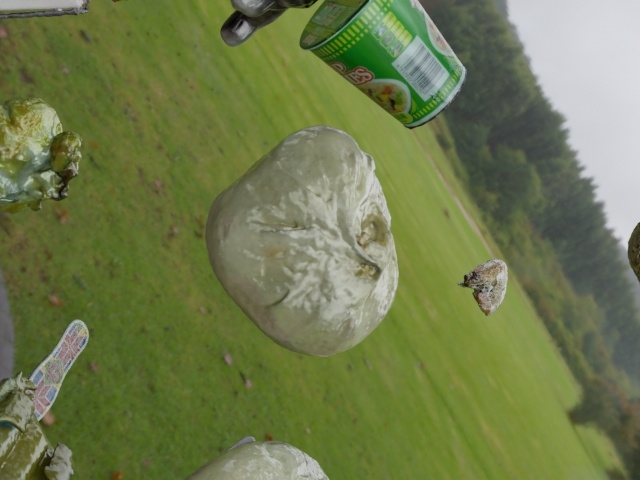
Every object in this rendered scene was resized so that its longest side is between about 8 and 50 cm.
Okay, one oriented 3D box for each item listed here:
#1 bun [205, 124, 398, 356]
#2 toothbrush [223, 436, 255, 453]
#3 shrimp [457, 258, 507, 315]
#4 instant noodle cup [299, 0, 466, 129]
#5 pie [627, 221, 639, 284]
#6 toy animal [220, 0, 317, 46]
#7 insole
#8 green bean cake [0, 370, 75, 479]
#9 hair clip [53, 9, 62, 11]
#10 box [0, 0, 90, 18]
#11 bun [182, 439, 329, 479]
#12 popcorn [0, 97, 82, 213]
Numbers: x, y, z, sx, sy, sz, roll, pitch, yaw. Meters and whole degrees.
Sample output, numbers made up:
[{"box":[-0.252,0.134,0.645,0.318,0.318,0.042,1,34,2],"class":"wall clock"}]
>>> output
[{"box":[0.000,0.000,1.304,0.361,0.213,0.361,2,87,-39],"class":"bun"},{"box":[-0.232,0.380,1.144,0.024,0.354,0.029,41,-28,33],"class":"toothbrush"},{"box":[0.171,0.051,0.868,0.108,0.023,0.059,-13,107,-56],"class":"shrimp"},{"box":[0.118,-0.315,1.384,0.232,0.207,0.207,41,21,-23],"class":"instant noodle cup"},{"box":[0.533,0.020,1.066,0.274,0.274,0.055,49,48,-34],"class":"pie"},{"box":[0.024,-0.365,0.906,0.194,0.344,0.302,51,-19,-24],"class":"toy animal"},{"box":[-0.409,0.201,1.288,0.065,0.006,0.193,65,35,-37],"class":"insole"},{"box":[-0.483,0.257,1.031,0.202,0.309,0.285,-90,159,-69],"class":"green bean cake"},{"box":[-0.515,-0.500,1.547,0.218,0.071,0.159,39,-20,40],"class":"hair clip"},{"box":[-0.287,-0.227,0.555,0.203,0.251,0.106,-113,-159,-50],"class":"box"},{"box":[-0.042,0.254,0.576,0.222,0.127,0.223,-35,133,-48],"class":"bun"},{"box":[-0.469,-0.134,1.348,0.198,0.212,0.198,5,90,-75],"class":"popcorn"}]
